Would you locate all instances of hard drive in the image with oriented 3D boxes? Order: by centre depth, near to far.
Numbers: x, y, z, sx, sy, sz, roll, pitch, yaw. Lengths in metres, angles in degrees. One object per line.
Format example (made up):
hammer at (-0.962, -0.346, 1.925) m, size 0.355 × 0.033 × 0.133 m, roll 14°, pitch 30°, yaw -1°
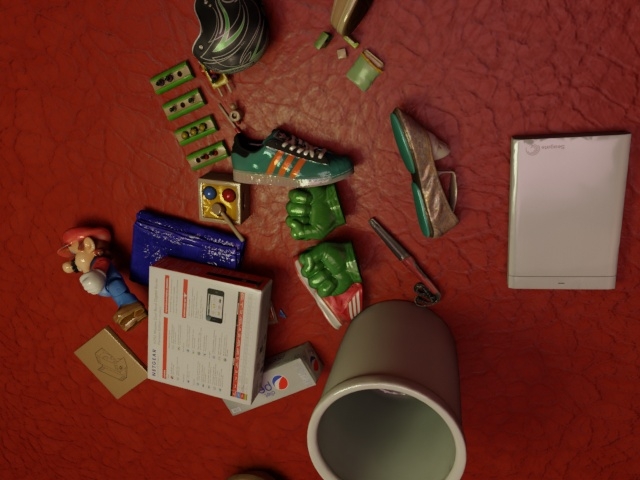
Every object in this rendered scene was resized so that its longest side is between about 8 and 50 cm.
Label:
hard drive at (0.543, -0.059, 1.213) m, size 0.232 × 0.047 × 0.353 m, roll -1°, pitch 110°, yaw 13°

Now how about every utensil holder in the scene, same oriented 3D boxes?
utensil holder at (0.171, 0.361, 1.280) m, size 0.327 × 0.385 × 0.328 m, roll 5°, pitch 111°, yaw 12°

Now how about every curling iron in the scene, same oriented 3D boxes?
curling iron at (0.204, 0.057, 1.344) m, size 0.068 × 0.035 × 0.274 m, roll -33°, pitch 101°, yaw 22°

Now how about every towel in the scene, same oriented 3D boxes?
towel at (-0.365, 0.060, 1.457) m, size 0.308 × 0.076 × 0.228 m, roll 17°, pitch 113°, yaw 7°

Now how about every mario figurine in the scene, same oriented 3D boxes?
mario figurine at (-0.603, 0.105, 1.451) m, size 0.321 × 0.170 × 0.198 m, roll 51°, pitch 124°, yaw 15°

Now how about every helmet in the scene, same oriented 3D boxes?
helmet at (-0.194, -0.445, 1.174) m, size 0.169 × 0.169 × 0.162 m, roll -5°, pitch 92°, yaw 15°

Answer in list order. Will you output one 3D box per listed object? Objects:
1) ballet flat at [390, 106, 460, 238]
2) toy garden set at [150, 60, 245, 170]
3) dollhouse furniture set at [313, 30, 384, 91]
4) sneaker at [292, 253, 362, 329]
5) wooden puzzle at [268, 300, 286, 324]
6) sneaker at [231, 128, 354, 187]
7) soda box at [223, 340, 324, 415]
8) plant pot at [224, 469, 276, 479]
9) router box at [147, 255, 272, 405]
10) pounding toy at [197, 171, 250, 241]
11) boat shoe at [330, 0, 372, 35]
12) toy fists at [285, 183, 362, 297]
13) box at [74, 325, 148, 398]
ballet flat at (0.245, -0.160, 1.228) m, size 0.106 × 0.107 × 0.316 m, roll -20°, pitch 112°, yaw -1°
toy garden set at (-0.279, -0.310, 1.307) m, size 0.203 × 0.049 × 0.244 m, roll -18°, pitch 106°, yaw 19°
dollhouse furniture set at (0.062, -0.397, 1.188) m, size 0.151 × 0.058 × 0.076 m, roll 39°, pitch 115°, yaw -4°
sneaker at (0.030, 0.106, 1.397) m, size 0.128 × 0.087 × 0.221 m, roll -33°, pitch 99°, yaw 3°
wooden puzzle at (-0.158, 0.202, 1.498) m, size 0.116 × 0.014 × 0.079 m, roll -18°, pitch 106°, yaw 19°
sneaker at (-0.072, -0.197, 1.270) m, size 0.302 × 0.108 × 0.121 m, roll 2°, pitch 116°, yaw 14°
soda box at (-0.139, 0.386, 1.519) m, size 0.286 × 0.098 × 0.091 m, roll -26°, pitch 101°, yaw 20°
plant pot at (-0.199, 0.799, 1.688) m, size 0.237 × 0.110 × 0.238 m, roll 4°, pitch 111°, yaw 12°
router box at (-0.292, 0.232, 1.411) m, size 0.301 × 0.082 × 0.336 m, roll 12°, pitch 110°, yaw 11°
pounding toy at (-0.235, -0.086, 1.356) m, size 0.130 × 0.100 × 0.141 m, roll 7°, pitch 112°, yaw 11°
boat shoe at (0.075, -0.589, 1.085) m, size 0.110 × 0.121 × 0.341 m, roll 22°, pitch 104°, yaw 9°
toy fists at (0.000, 0.000, 1.306) m, size 0.142 × 0.096 × 0.279 m, roll -16°, pitch 96°, yaw 7°
box at (-0.639, 0.377, 1.676) m, size 0.164 × 0.021 × 0.201 m, roll -36°, pitch 99°, yaw 23°
